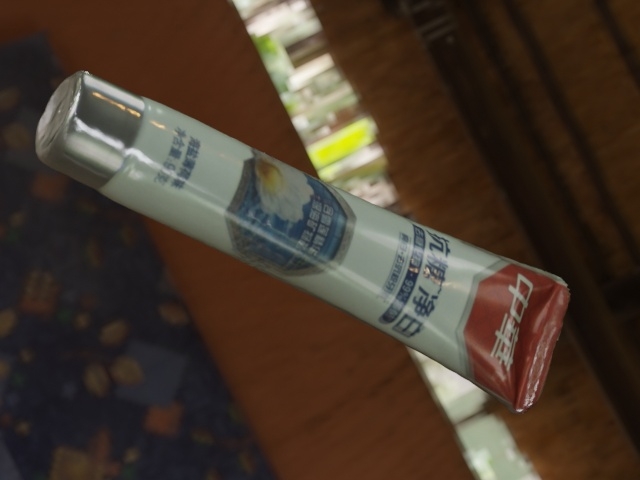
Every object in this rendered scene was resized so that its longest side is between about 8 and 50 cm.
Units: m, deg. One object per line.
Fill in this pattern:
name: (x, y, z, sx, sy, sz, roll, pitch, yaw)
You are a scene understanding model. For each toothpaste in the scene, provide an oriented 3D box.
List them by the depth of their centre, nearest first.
toothpaste: (0.000, 0.000, 0.690, 0.239, 0.062, 0.039, 26, -14, -26)
